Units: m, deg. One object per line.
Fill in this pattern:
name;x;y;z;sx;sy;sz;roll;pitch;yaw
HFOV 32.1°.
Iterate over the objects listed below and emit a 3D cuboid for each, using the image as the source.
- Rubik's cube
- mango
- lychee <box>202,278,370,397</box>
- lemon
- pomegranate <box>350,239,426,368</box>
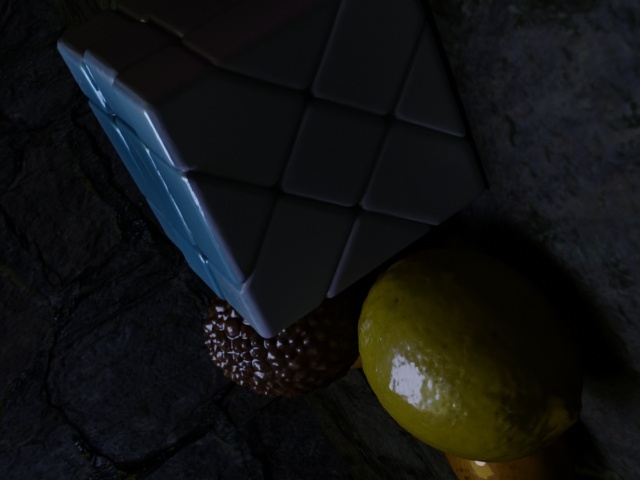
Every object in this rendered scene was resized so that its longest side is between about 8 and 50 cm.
Rubik's cube;-0.056;-0.143;1.262;0.316;0.319;0.321;39;158;53
mango;0.248;0.281;1.528;0.191;0.160;0.290;48;175;13
lychee;-0.026;0.099;1.378;0.200;0.238;0.200;170;90;-75
lemon;0.169;0.129;1.272;0.236;0.236;0.263;75;174;-54
pomegranate;0.038;0.059;1.587;0.264;0.264;0.264;53;167;19
